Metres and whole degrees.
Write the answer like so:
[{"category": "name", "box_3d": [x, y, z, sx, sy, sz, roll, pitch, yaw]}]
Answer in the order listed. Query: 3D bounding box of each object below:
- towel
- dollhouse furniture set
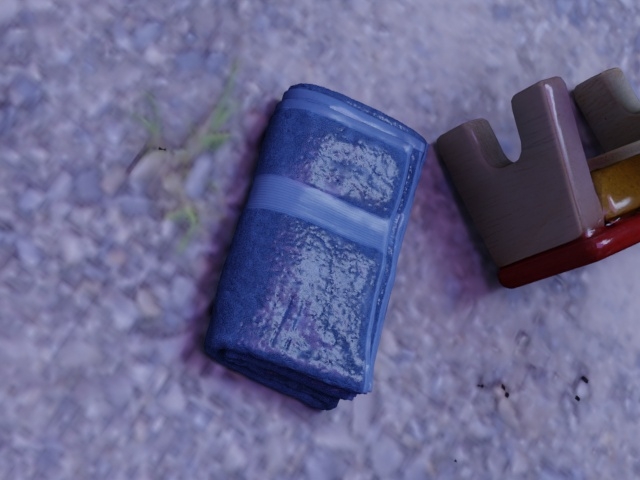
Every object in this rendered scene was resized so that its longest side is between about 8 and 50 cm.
[{"category": "towel", "box_3d": [0.000, 0.000, 0.527, 0.067, 0.029, 0.119, 24, 66, -18]}, {"category": "dollhouse furniture set", "box_3d": [0.268, -0.056, 0.581, 0.374, 0.201, 0.152, -22, 86, -31]}]
